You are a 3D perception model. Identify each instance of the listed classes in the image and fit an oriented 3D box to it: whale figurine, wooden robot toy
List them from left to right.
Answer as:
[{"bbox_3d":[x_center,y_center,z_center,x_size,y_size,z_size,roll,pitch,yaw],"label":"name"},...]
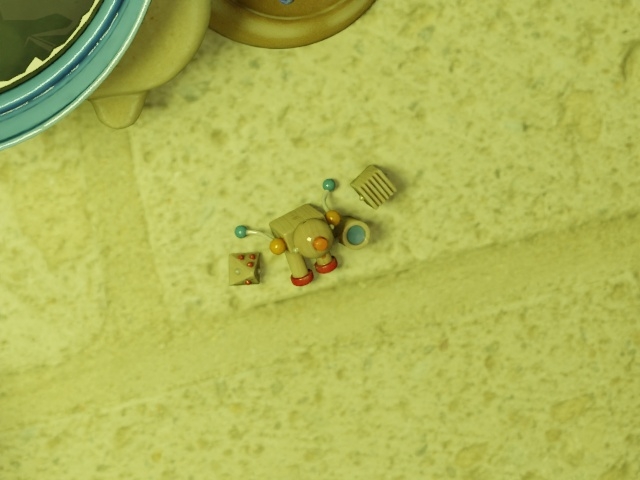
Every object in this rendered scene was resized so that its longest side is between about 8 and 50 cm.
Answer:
[{"bbox_3d":[-0.218,-0.186,1.445,0.272,0.141,0.216,-31,116,14],"label":"whale figurine"},{"bbox_3d":[0.000,0.000,1.568,0.173,0.079,0.076,-28,108,-12],"label":"wooden robot toy"}]

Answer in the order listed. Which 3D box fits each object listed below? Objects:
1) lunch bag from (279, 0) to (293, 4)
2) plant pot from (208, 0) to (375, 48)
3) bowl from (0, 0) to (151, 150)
[{"bbox_3d":[0.033,-0.414,1.293,0.239,0.385,0.328,41,72,3],"label":"lunch bag"},{"bbox_3d":[-0.030,-0.283,1.527,0.236,0.032,0.236,-3,101,-18],"label":"plant pot"},{"bbox_3d":[-0.305,-0.251,1.289,0.391,0.077,0.391,-1,106,-4],"label":"bowl"}]
